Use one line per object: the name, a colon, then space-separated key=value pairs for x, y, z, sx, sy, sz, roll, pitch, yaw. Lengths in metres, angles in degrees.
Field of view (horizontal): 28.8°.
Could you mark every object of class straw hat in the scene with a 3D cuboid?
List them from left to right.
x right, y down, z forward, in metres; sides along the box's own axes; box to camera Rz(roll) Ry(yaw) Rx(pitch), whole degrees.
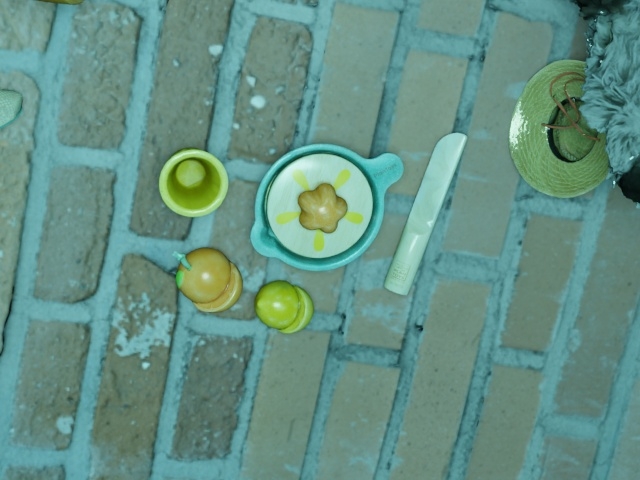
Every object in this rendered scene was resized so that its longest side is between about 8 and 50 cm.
straw hat: x=0.274 y=-0.117 z=1.324 sx=0.061 sy=0.144 sz=0.144 roll=-3 pitch=111 yaw=-51

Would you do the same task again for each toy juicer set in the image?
toy juicer set: x=0.000 y=0.000 z=1.297 sx=0.329 sy=0.089 sz=0.209 roll=-3 pitch=105 yaw=-10

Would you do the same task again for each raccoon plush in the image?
raccoon plush: x=0.397 y=-0.186 z=1.248 sx=0.216 sy=0.299 sz=0.446 roll=-24 pitch=66 yaw=29

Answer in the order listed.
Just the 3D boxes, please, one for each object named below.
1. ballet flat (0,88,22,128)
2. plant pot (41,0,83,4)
ballet flat: x=-0.374 y=-0.120 z=1.211 sx=0.168 sy=0.057 sz=0.052 roll=-19 pitch=143 yaw=-4
plant pot: x=-0.302 y=-0.322 z=1.111 sx=0.188 sy=0.205 sz=0.205 roll=6 pitch=104 yaw=4
